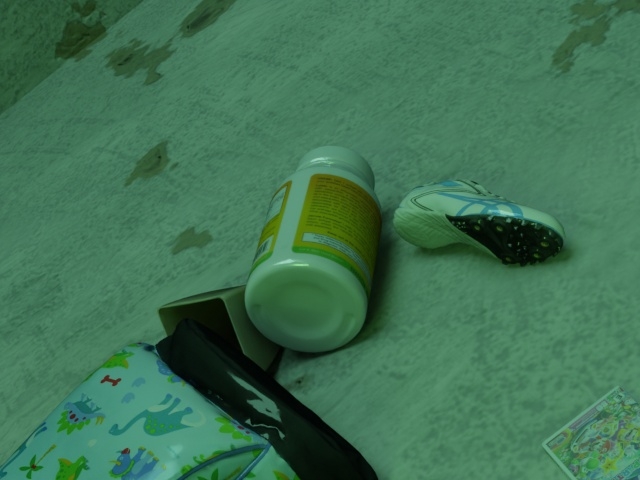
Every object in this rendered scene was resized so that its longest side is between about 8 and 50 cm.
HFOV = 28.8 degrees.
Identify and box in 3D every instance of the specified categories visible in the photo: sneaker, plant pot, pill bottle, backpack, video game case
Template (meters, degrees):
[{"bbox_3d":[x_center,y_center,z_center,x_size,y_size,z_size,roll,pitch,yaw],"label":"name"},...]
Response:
[{"bbox_3d":[0.174,-0.029,1.355,0.237,0.085,0.086,11,58,52],"label":"sneaker"},{"bbox_3d":[-0.104,0.102,1.444,0.109,0.109,0.096,-11,14,39],"label":"plant pot"},{"bbox_3d":[0.000,0.000,1.448,0.136,0.136,0.246,-22,32,26],"label":"pill bottle"},{"bbox_3d":[-0.175,0.261,1.176,0.355,0.273,0.290,-53,43,-2],"label":"backpack"},{"bbox_3d":[0.247,0.178,1.043,0.087,0.011,0.122,-37,29,-1],"label":"video game case"}]
